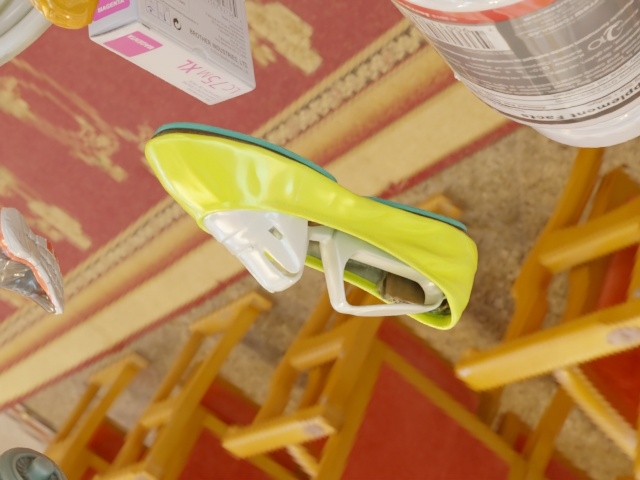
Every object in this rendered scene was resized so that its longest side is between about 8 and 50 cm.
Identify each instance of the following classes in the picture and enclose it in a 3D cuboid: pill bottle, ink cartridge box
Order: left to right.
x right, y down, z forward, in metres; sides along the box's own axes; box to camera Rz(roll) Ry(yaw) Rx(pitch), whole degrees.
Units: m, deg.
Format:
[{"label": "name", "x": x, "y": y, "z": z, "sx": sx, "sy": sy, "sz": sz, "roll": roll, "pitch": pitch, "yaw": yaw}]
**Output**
[{"label": "ink cartridge box", "x": -0.144, "y": -0.296, "z": 1.120, "sx": 0.065, "sy": 0.311, "sz": 0.186, "roll": -14, "pitch": 162, "yaw": 25}, {"label": "pill bottle", "x": 0.173, "y": -0.208, "z": 0.945, "sx": 0.210, "sy": 0.210, "sz": 0.363, "roll": 13, "pitch": 172, "yaw": 27}]

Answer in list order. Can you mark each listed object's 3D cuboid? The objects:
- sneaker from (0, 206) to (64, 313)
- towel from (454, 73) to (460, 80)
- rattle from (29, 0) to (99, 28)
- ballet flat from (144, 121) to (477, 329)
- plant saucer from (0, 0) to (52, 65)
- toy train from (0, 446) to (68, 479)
[{"label": "sneaker", "x": -0.304, "y": 0.024, "z": 1.230, "sx": 0.065, "sy": 0.061, "sz": 0.158, "roll": -16, "pitch": 140, "yaw": 5}, {"label": "towel", "x": 0.212, "y": -0.296, "z": 1.154, "sx": 0.209, "sy": 0.284, "sz": 0.034, "roll": -7, "pitch": -178, "yaw": 7}, {"label": "rattle", "x": -0.141, "y": -0.205, "z": 0.711, "sx": 0.200, "sy": 0.130, "sz": 0.142, "roll": -11, "pitch": 101, "yaw": 42}, {"label": "ballet flat", "x": 0.000, "y": 0.000, "z": 0.736, "sx": 0.231, "sy": 0.077, "sz": 0.077, "roll": 20, "pitch": 155, "yaw": -29}, {"label": "plant saucer", "x": -0.397, "y": -0.305, "z": 1.221, "sx": 0.401, "sy": 0.400, "sz": 0.100, "roll": 24, "pitch": 166, "yaw": 12}, {"label": "toy train", "x": -0.235, "y": 0.328, "z": 1.126, "sx": 0.334, "sy": 0.190, "sz": 0.142, "roll": 37, "pitch": 109, "yaw": -2}]
